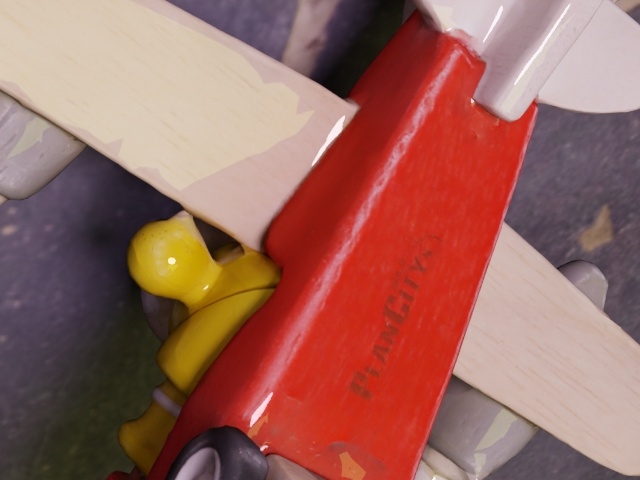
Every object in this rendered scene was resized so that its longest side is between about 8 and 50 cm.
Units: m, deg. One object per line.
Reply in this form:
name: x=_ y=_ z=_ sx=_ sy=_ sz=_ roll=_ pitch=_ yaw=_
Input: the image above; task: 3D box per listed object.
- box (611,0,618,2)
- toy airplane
box: x=0.181 y=-0.229 z=0.864 sx=0.114 sy=0.036 sz=0.207 roll=-21 pitch=135 yaw=-16
toy airplane: x=0.000 y=0.000 z=0.822 sx=0.384 sy=0.272 sz=0.386 roll=-21 pitch=100 yaw=-31
